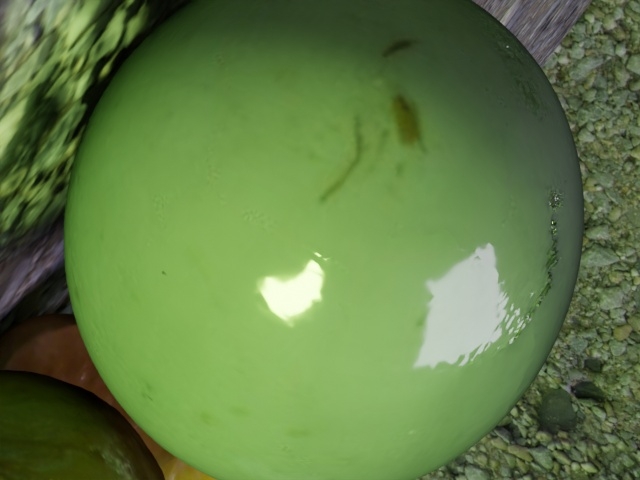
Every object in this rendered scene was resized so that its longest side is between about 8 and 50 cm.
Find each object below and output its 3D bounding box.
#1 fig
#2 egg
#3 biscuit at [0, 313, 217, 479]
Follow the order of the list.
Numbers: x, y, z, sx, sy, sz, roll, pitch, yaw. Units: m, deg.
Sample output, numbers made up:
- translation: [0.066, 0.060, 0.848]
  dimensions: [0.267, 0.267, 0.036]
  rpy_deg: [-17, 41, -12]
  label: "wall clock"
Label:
- translation: [-0.141, 0.105, 0.657]
  dimensions: [0.170, 0.145, 0.274]
  rpy_deg: [-32, 155, -19]
  label: "fig"
- translation: [0.000, 0.000, 0.660]
  dimensions: [0.203, 0.203, 0.283]
  rpy_deg: [-48, 177, -20]
  label: "egg"
- translation: [-0.068, 0.097, 0.841]
  dimensions: [0.047, 0.216, 0.340]
  rpy_deg: [-141, -120, -64]
  label: "biscuit"
